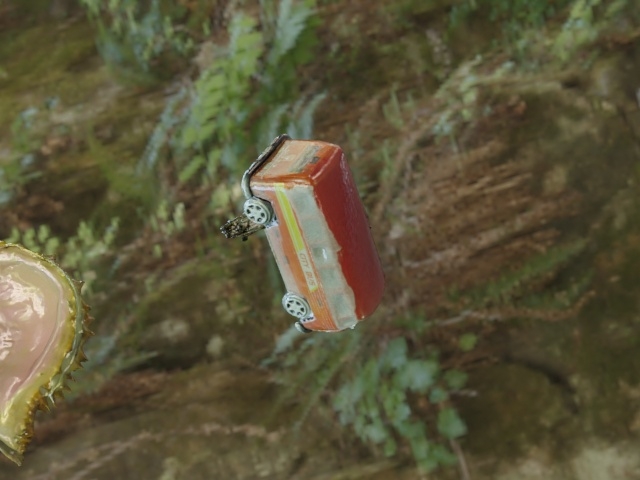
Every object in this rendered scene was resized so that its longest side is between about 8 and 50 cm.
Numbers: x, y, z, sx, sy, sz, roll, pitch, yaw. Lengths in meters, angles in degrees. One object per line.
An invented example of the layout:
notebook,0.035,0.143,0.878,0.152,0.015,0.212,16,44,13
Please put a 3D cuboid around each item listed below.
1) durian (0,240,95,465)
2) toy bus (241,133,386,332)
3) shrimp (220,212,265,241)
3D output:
durian,-0.382,0.105,1.534,0.305,0.195,0.185,46,-171,29
toy bus,0.000,0.000,1.558,0.121,0.120,0.265,-53,-45,-44
shrimp,-0.066,-0.049,1.688,0.091,0.161,0.034,52,167,56
